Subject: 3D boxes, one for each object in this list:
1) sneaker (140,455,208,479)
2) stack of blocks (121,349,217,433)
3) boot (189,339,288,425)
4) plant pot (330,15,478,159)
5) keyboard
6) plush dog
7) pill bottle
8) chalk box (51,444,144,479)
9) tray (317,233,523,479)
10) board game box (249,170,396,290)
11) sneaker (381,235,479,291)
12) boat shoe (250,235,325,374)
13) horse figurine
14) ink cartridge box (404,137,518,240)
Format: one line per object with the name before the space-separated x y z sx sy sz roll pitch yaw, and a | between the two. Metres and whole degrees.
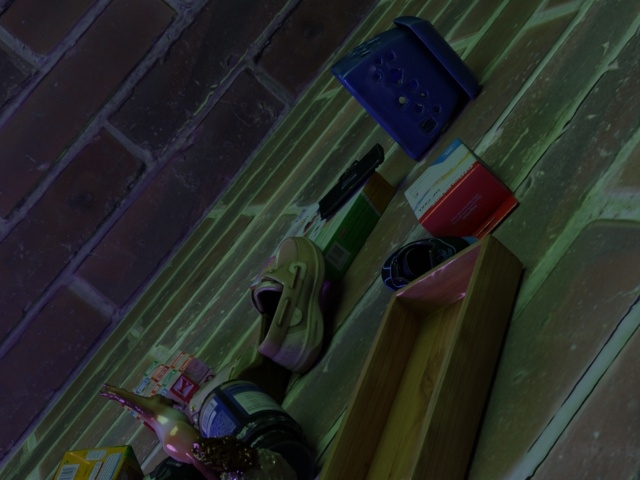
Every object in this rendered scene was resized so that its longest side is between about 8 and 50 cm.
sneaker | -0.227 0.405 1.751 0.124 0.107 0.283 -45 14 -8
stack of blocks | -0.322 0.329 2.249 0.171 0.087 0.297 -53 15 -14
boot | -0.160 0.288 1.853 0.203 0.095 0.262 -41 15 30
plant pot | 0.180 -0.333 2.171 0.212 0.236 0.236 -42 14 6
keyboard | 0.063 -0.121 2.121 0.180 0.023 0.108 -44 21 17
plush dog | -0.090 0.362 1.288 0.210 0.262 0.225 -3 48 24
pill bottle | -0.094 0.296 1.546 0.123 0.123 0.219 -51 27 -5
chalk box | -0.376 0.487 1.851 0.132 0.213 0.132 -9 30 14
tray | 0.124 0.187 1.311 0.203 0.076 0.411 -36 18 43
board game box | 0.000 0.000 2.173 0.242 0.064 0.316 -57 16 -26
sneaker | 0.141 0.035 1.564 0.232 0.090 0.081 -23 73 59
boat shoe | -0.063 0.093 1.899 0.122 0.110 0.341 -56 21 27
horse figurine | -0.227 0.317 1.706 0.263 0.174 0.066 38 90 37
ink cartridge box | 0.220 -0.068 1.663 0.134 0.078 0.231 -47 15 10
